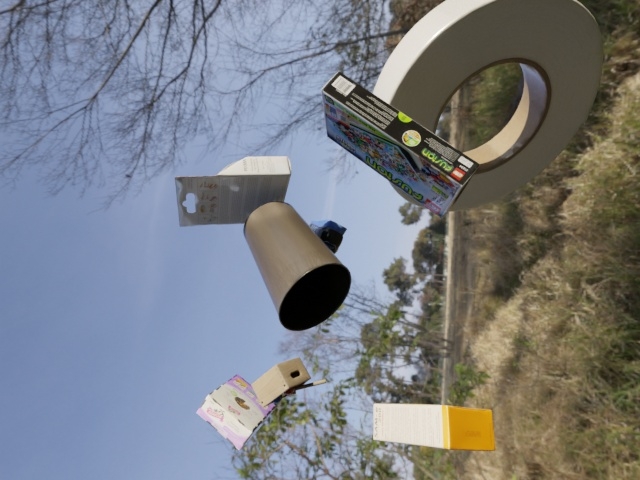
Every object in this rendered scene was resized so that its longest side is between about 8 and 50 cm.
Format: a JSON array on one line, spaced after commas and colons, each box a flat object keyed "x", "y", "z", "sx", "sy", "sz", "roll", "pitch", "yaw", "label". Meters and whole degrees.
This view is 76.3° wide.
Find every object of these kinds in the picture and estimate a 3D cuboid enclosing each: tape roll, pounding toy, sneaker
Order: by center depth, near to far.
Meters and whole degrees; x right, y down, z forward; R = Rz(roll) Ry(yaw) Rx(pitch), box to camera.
[{"x": 0.277, "y": -0.219, "z": 0.702, "sx": 0.071, "sy": 0.393, "sz": 0.391, "roll": -108, "pitch": -3, "yaw": -46, "label": "tape roll"}, {"x": 0.000, "y": 0.000, "z": 1.066, "sx": 0.090, "sy": 0.082, "sz": 0.232, "roll": -63, "pitch": 8, "yaw": -7, "label": "sneaker"}, {"x": -0.086, "y": 0.398, "z": 1.138, "sx": 0.141, "sy": 0.130, "sz": 0.100, "roll": 5, "pitch": -133, "yaw": -58, "label": "pounding toy"}]

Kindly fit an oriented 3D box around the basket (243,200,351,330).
[{"x": -0.060, "y": 0.039, "z": 0.841, "sx": 0.154, "sy": 0.226, "sz": 0.204, "roll": -18, "pitch": -39, "yaw": -22, "label": "basket"}]

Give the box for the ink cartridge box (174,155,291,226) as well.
[{"x": -0.193, "y": -0.105, "z": 0.900, "sx": 0.189, "sy": 0.233, "sz": 0.066, "roll": 114, "pitch": 151, "yaw": -56, "label": "ink cartridge box"}]

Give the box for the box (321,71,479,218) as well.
[{"x": 0.094, "y": -0.119, "z": 0.528, "sx": 0.036, "sy": 0.207, "sz": 0.114, "roll": -49, "pitch": -15, "yaw": -9, "label": "box"}]

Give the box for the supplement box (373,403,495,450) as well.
[{"x": 0.105, "y": 0.177, "z": 0.392, "sx": 0.062, "sy": 0.098, "sz": 0.036, "roll": 18, "pitch": -117, "yaw": -29, "label": "supplement box"}]

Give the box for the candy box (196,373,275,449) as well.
[{"x": -0.245, "y": 0.503, "z": 1.217, "sx": 0.070, "sy": 0.165, "sz": 0.196, "roll": -55, "pitch": -12, "yaw": 7, "label": "candy box"}]
